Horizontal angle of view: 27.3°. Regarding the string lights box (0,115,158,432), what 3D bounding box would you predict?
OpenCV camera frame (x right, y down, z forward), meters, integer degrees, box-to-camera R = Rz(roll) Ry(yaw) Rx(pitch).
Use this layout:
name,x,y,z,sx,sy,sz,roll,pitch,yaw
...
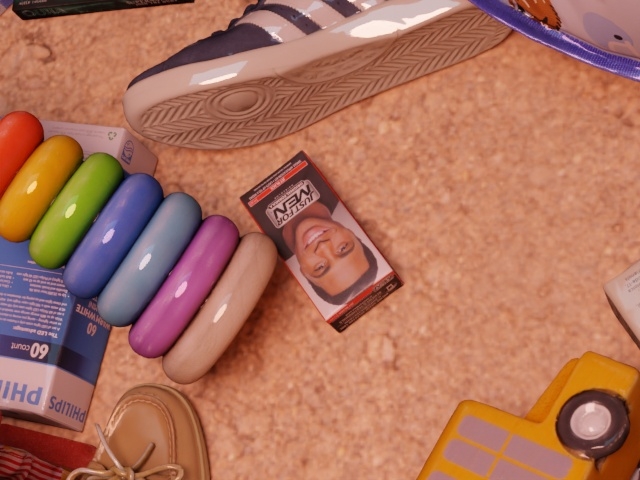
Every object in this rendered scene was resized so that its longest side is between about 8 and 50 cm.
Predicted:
name,x,y,z,sx,sy,sz,roll,pitch,yaw
string lights box,-0.248,0.026,1.165,0.133,0.077,0.259,8,74,21

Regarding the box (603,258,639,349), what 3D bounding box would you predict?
name,x,y,z,sx,sy,sz,roll,pitch,yaw
box,0.324,0.121,0.933,0.113,0.094,0.275,-32,65,6

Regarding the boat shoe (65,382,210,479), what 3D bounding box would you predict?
name,x,y,z,sx,sy,sz,roll,pitch,yaw
boat shoe,-0.156,0.249,1.048,0.105,0.089,0.285,-1,71,18

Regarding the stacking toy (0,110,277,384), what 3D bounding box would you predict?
name,x,y,z,sx,sy,sz,roll,pitch,yaw
stacking toy,-0.203,-0.026,1.053,0.330,0.141,0.141,34,83,-8

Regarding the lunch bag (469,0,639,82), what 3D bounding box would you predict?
name,x,y,z,sx,sy,sz,roll,pitch,yaw
lunch bag,0.277,-0.303,1.002,0.385,0.239,0.328,23,64,27

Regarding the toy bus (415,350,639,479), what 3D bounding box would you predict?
name,x,y,z,sx,sy,sz,roll,pitch,yaw
toy bus,0.118,0.232,0.932,0.130,0.108,0.332,18,67,35

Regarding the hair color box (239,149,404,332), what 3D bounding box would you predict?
name,x,y,z,sx,sy,sz,roll,pitch,yaw
hair color box,0.000,0.000,1.111,0.072,0.043,0.141,-38,65,2

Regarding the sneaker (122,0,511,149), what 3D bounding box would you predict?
name,x,y,z,sx,sy,sz,roll,pitch,yaw
sneaker,-0.012,-0.195,1.142,0.350,0.131,0.148,-18,68,1

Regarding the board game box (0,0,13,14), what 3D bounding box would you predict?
name,x,y,z,sx,sy,sz,roll,pitch,yaw
board game box,-0.366,-0.241,1.330,0.090,0.020,0.090,-45,64,-2

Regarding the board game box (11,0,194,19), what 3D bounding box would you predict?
name,x,y,z,sx,sy,sz,roll,pitch,yaw
board game box,-0.208,-0.284,1.290,0.186,0.026,0.126,-3,71,17

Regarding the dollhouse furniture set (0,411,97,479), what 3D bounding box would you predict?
name,x,y,z,sx,sy,sz,roll,pitch,yaw
dollhouse furniture set,-0.392,0.193,1.085,0.374,0.201,0.152,9,75,20
